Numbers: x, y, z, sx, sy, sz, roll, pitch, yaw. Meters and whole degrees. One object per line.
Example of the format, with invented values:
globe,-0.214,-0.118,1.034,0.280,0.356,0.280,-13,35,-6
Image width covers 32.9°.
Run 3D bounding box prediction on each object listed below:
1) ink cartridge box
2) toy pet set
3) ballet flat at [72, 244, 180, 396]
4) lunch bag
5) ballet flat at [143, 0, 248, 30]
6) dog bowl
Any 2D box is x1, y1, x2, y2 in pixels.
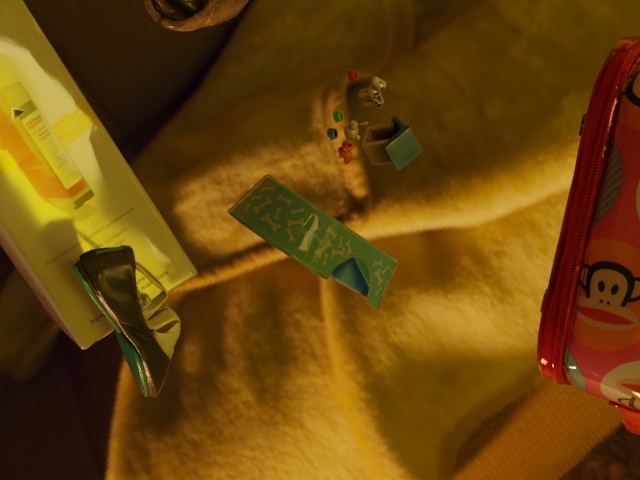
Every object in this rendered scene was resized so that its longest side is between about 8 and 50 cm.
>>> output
ink cartridge box,-0.340,-0.090,1.267,0.160,0.385,0.279,-34,17,-15
toy pet set,0.073,-0.137,1.323,0.065,0.114,0.122,-8,46,29
ballet flat,-0.176,0.078,1.067,0.074,0.203,0.074,-9,44,9
lunch bag,0.247,0.006,0.723,0.120,0.293,0.258,14,100,29
ballet flat,-0.075,-0.291,0.810,0.107,0.316,0.106,28,40,18
dog bowl,0.000,0.000,1.460,0.166,0.297,0.074,35,91,36
